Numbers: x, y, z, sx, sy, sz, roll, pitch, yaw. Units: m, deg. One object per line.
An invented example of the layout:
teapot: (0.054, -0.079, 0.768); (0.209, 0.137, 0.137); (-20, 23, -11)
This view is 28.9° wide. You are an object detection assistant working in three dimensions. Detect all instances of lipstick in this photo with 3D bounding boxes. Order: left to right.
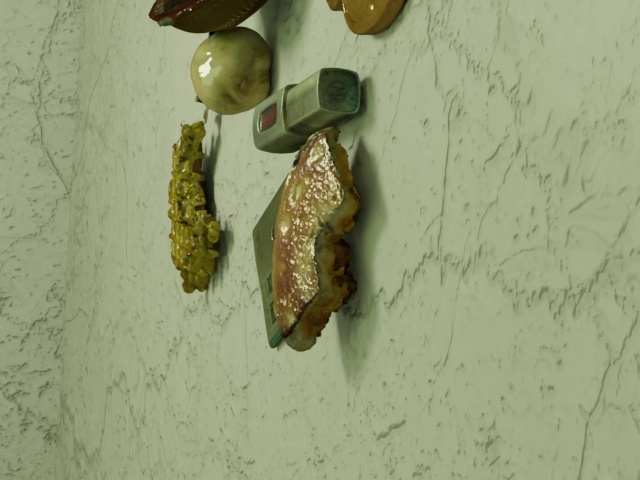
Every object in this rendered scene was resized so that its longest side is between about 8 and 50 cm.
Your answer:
lipstick: (-0.020, -0.181, 1.742); (0.253, 0.077, 0.079); (165, 107, -67)

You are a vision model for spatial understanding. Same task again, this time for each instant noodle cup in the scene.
instant noodle cup: (-0.143, -0.407, 1.982); (0.274, 0.091, 0.274); (-32, 26, 18)

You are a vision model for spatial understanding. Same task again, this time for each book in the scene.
book: (-0.044, 0.015, 1.852); (0.282, 0.025, 0.215); (130, 136, -58)

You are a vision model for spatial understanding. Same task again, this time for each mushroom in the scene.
mushroom: (-0.144, -0.277, 2.024); (0.148, 0.112, 0.148); (-9, 69, 23)

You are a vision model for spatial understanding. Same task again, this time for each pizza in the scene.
pizza: (0.000, 0.000, 1.652); (0.161, 0.086, 0.305); (14, 95, 54)

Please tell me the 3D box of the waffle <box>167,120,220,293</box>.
waffle: (-0.245, -0.052, 2.304); (0.260, 0.069, 0.293); (113, 153, -55)

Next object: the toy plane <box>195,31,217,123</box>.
toy plane: (-0.193, -0.307, 2.252); (0.078, 0.053, 0.197); (-127, 45, -71)

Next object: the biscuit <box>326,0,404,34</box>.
biscuit: (0.054, -0.380, 1.629); (0.288, 0.044, 0.202); (-132, 48, -58)
